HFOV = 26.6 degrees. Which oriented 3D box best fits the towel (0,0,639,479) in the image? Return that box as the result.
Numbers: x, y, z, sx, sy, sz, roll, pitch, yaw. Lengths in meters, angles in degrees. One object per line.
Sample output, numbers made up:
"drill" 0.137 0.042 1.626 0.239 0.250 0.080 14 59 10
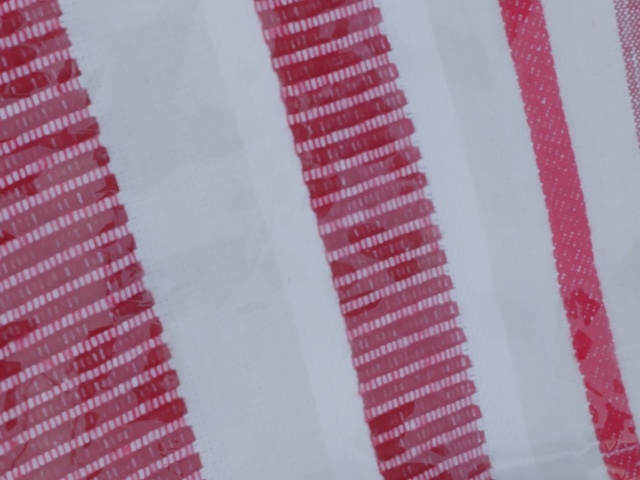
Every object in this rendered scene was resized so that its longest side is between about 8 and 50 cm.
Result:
"towel" 0.000 0.000 0.365 0.329 0.237 0.037 -19 -168 -16
